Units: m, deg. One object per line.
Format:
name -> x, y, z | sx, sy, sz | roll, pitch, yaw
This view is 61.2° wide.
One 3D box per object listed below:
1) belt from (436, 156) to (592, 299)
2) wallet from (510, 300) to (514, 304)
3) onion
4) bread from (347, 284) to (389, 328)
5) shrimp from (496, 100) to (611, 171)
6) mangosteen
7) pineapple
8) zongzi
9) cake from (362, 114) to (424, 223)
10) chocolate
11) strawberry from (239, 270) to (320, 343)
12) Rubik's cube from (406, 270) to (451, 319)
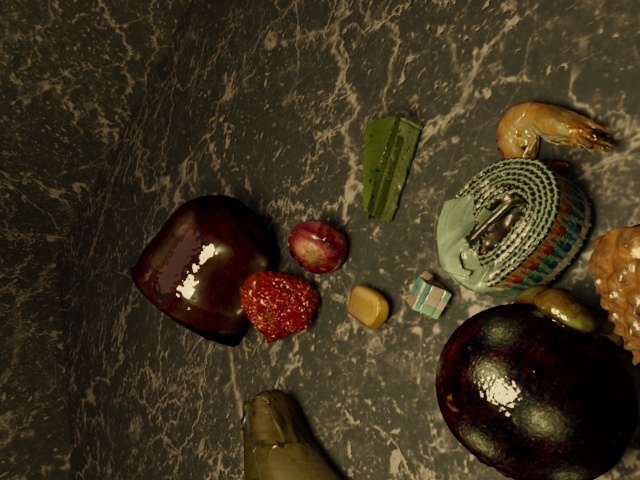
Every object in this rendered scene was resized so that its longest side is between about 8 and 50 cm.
belt -> 0.320, -0.017, 0.934 | 0.257, 0.150, 0.207 | -49, 39, 27
wallet -> 0.325, 0.186, 0.962 | 0.190, 0.033, 0.095 | -54, 47, 26
onion -> 0.000, 0.000, 1.334 | 0.150, 0.150, 0.140 | -37, 18, 37
bread -> 0.112, 0.148, 1.199 | 0.115, 0.056, 0.082 | 20, 95, 56
shrimp -> 0.402, -0.172, 0.955 | 0.236, 0.053, 0.133 | 35, 105, 51
mangosteen -> 0.312, 0.203, 0.786 | 0.288, 0.288, 0.288 | -16, 68, 46
pineapple -> 0.481, 0.141, 0.672 | 0.223, 0.223, 0.357 | -18, 84, 45
zongzi -> -0.039, 0.477, 1.201 | 0.360, 0.160, 0.323 | -30, 60, 41
cake -> 0.139, -0.161, 1.217 | 0.099, 0.100, 0.235 | 19, 94, 51
chocolate -> -0.286, 0.048, 1.495 | 0.331, 0.383, 0.383 | -55, 43, 2
strawberry -> -0.111, 0.150, 1.350 | 0.184, 0.201, 0.187 | -48, 26, -5
Rubik's cube -> 0.215, 0.111, 1.081 | 0.075, 0.084, 0.073 | -49, 18, 7
